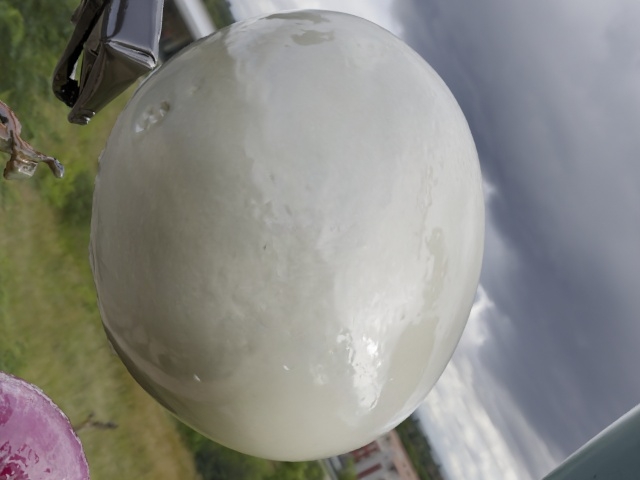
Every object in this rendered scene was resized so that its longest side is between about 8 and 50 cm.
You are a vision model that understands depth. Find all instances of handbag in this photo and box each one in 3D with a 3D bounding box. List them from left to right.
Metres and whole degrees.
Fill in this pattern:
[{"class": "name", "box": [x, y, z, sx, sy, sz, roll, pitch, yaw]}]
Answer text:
[{"class": "handbag", "box": [-0.322, -0.338, 1.480, 0.257, 0.113, 0.285, -38, -135, 51]}]

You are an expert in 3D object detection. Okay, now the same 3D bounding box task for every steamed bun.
[{"class": "steamed bun", "box": [0.000, 0.000, 0.692, 0.206, 0.324, 0.324, 11, -32, 29]}]

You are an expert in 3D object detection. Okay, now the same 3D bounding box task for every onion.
[{"class": "onion", "box": [-0.512, 0.377, 1.380, 0.345, 0.358, 0.358, -101, 167, -56]}]

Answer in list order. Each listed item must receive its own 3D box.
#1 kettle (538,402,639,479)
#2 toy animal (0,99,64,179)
[{"class": "kettle", "box": [0.234, 0.277, 0.804, 0.210, 0.243, 0.160, 48, 12, -24]}, {"class": "toy animal", "box": [-0.455, -0.133, 1.073, 0.097, 0.312, 0.158, -28, -112, 53]}]
